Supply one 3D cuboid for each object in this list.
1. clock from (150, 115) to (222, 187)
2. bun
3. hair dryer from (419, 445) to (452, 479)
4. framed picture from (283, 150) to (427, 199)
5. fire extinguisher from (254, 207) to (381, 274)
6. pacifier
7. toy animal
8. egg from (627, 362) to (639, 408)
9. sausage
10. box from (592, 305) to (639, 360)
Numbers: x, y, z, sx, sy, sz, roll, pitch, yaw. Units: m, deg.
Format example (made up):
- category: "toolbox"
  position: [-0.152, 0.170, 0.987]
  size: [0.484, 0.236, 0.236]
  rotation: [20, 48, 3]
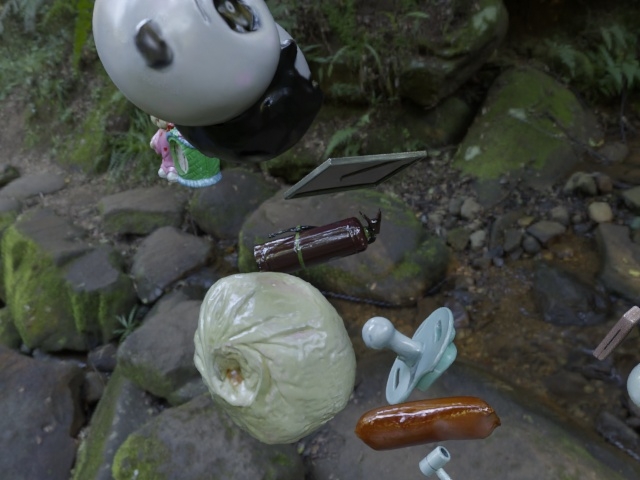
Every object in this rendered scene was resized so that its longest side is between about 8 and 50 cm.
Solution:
- category: "clock"
  position: [-0.275, -0.219, 1.190]
  size: [0.100, 0.196, 0.194]
  rotation: [-22, 28, -33]
- category: "bun"
  position: [-0.076, 0.166, 0.780]
  size: [0.243, 0.244, 0.153]
  rotation: [13, 27, 36]
- category: "hair dryer"
  position: [0.341, 0.638, 1.593]
  size: [0.137, 0.082, 0.047]
  rotation: [50, 24, 21]
- category: "framed picture"
  position: [0.091, -0.171, 1.534]
  size: [0.324, 0.020, 0.240]
  rotation: [-11, -11, -33]
- category: "fire extinguisher"
  position: [0.000, 0.000, 1.489]
  size: [0.341, 0.141, 0.105]
  rotation: [-17, 50, 10]
- category: "pacifier"
  position: [0.248, 0.308, 1.733]
  size: [0.269, 0.343, 0.288]
  rotation: [32, 27, -7]
- category: "toy animal"
  position: [-0.114, -0.186, 0.591]
  size: [0.165, 0.235, 0.187]
  rotation: [-40, 64, 4]
- category: "egg"
  position: [0.905, 0.375, 1.519]
  size: [0.209, 0.151, 0.151]
  rotation: [-12, 29, -7]
- category: "sausage"
  position: [0.208, 0.361, 1.172]
  size: [0.300, 0.089, 0.083]
  rotation: [-17, 21, 26]
- category: "box"
  position: [0.521, 0.164, 1.023]
  size: [0.048, 0.115, 0.025]
  rotation: [-20, 52, -34]
